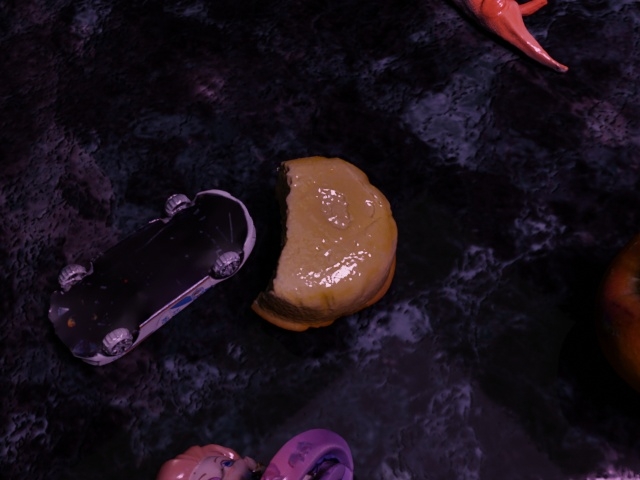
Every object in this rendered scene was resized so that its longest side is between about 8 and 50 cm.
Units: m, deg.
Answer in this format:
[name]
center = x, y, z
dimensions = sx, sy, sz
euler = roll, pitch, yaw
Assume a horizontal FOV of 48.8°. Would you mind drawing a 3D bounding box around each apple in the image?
[apple]
center = 0.291, 0.054, 0.529
dimensions = 0.147, 0.163, 0.146
euler = 15, 54, -3

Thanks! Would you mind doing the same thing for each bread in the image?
[bread]
center = 0.010, 0.004, 0.636
dimensions = 0.125, 0.086, 0.156
euler = 9, 66, -1

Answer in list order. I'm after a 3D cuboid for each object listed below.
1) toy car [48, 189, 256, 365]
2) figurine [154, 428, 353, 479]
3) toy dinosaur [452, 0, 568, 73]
[toy car]
center = -0.150, 0.031, 0.651
dimensions = 0.205, 0.056, 0.095
euler = -36, 64, -17
[figurine]
center = -0.050, 0.204, 0.528
dimensions = 0.157, 0.114, 0.126
euler = -17, 23, 28
[toy dinosaur]
center = 0.182, -0.289, 0.792
dimensions = 0.101, 0.055, 0.280
euler = -36, 64, 12
